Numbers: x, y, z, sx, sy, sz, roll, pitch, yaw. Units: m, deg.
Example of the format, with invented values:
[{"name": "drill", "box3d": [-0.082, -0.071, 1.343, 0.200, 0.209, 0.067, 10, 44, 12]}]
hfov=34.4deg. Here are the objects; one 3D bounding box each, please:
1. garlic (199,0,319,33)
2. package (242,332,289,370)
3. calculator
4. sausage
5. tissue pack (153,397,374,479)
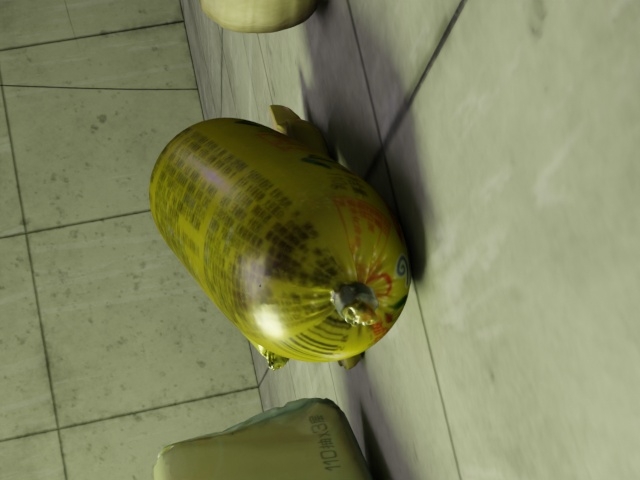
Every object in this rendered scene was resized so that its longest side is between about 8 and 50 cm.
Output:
[{"name": "garlic", "box3d": [-0.043, -0.224, 0.716, 0.198, 0.090, 0.128, 87, -178, -69]}, {"name": "package", "box3d": [-0.070, 0.034, 1.221, 0.226, 0.090, 0.168, -122, 26, -62]}, {"name": "calculator", "box3d": [0.000, 0.000, 0.898, 0.157, 0.033, 0.236, -129, 27, -72]}, {"name": "sausage", "box3d": [-0.037, -0.011, 0.708, 0.347, 0.123, 0.123, -144, 42, -63]}, {"name": "tissue pack", "box3d": [-0.007, 0.388, 0.841, 0.405, 0.205, 0.331, -113, 11, -60]}]
